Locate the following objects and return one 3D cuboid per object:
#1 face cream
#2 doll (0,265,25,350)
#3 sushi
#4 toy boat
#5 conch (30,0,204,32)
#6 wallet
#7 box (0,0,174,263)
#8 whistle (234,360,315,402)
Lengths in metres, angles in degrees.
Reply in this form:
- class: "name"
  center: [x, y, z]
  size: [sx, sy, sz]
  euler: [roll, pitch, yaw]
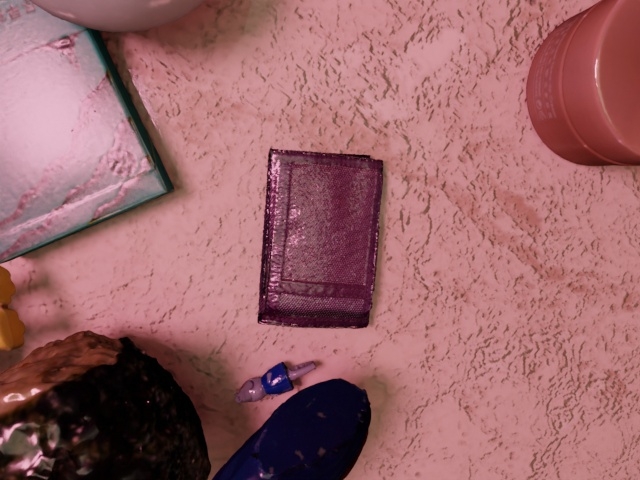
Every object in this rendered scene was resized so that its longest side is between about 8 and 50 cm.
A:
- class: "face cream"
  center: [0.274, -0.140, 0.411]
  size: [0.149, 0.104, 0.149]
  euler: [-1, 98, -5]
- class: "doll"
  center: [-0.393, 0.095, 0.379]
  size: [0.293, 0.119, 0.138]
  euler: [-17, 79, -5]
- class: "sushi"
  center: [-0.264, 0.207, 0.365]
  size: [0.350, 0.211, 0.171]
  euler: [-31, 95, -6]
- class: "toy boat"
  center: [-0.062, 0.253, 0.399]
  size: [0.072, 0.219, 0.318]
  euler: [35, 98, 29]
- class: "conch"
  center: [-0.149, -0.253, 0.345]
  size: [0.185, 0.121, 0.221]
  euler: [20, 72, -15]
- class: "wallet"
  center: [0.000, 0.000, 0.443]
  size: [0.111, 0.030, 0.166]
  euler: [4, 97, -5]
- class: "box"
  center: [-0.248, -0.113, 0.399]
  size: [0.161, 0.042, 0.226]
  euler: [-24, 99, -1]
- class: "whistle"
  center: [-0.044, 0.136, 0.457]
  size: [0.083, 0.033, 0.029]
  euler: [-23, 96, -3]
